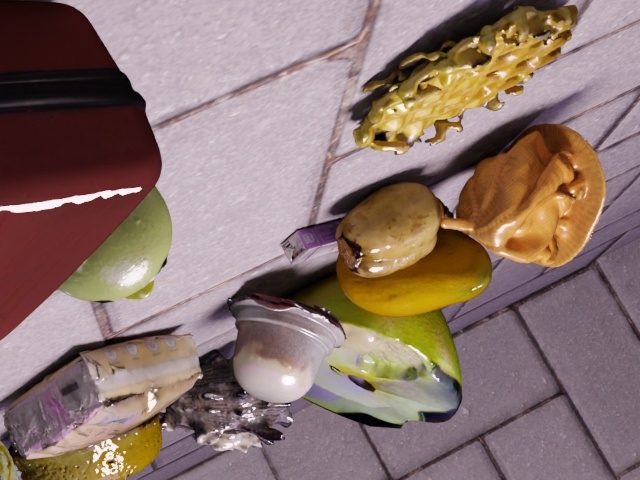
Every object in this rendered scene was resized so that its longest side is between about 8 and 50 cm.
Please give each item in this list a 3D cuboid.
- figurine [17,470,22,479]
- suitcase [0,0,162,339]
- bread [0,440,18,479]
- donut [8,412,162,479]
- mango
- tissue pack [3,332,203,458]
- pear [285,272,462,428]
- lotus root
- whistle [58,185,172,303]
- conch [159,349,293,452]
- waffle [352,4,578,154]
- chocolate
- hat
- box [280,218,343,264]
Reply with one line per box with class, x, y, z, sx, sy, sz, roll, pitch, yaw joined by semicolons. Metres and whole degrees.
figurine;-0.503;0.476;2.260;0.209;0.128;0.184;-17;167;-11
suitcase;-0.273;-0.028;0.775;0.236;0.161;0.297;-13;159;-48
bread;-0.542;0.345;1.765;0.103;0.156;0.110;-25;-160;12
donut;-0.399;0.374;1.965;0.272;0.107;0.272;-14;-175;1
mango;0.142;0.043;1.762;0.317;0.119;0.176;1;-139;45
tissue pack;-0.327;0.242;1.747;0.215;0.123;0.257;-33;165;27
pear;0.086;0.177;2.029;0.165;0.399;0.399;-66;-174;-29
lotus root;0.114;-0.021;1.658;0.221;0.118;0.125;-28;158;-34
whistle;-0.206;0.009;1.106;0.141;0.141;0.294;-27;167;-8
conch;-0.178;0.331;2.145;0.313;0.186;0.241;-18;140;41
waffle;0.172;-0.184;1.303;0.280;0.060;0.262;-36;164;29
chocolate;-0.068;0.184;1.811;0.221;0.147;0.221;10;150;6
hat;0.260;-0.050;1.698;0.233;0.233;0.244;-14;-157;-35
box;0.000;0.000;1.686;0.117;0.036;0.051;-15;162;-44
